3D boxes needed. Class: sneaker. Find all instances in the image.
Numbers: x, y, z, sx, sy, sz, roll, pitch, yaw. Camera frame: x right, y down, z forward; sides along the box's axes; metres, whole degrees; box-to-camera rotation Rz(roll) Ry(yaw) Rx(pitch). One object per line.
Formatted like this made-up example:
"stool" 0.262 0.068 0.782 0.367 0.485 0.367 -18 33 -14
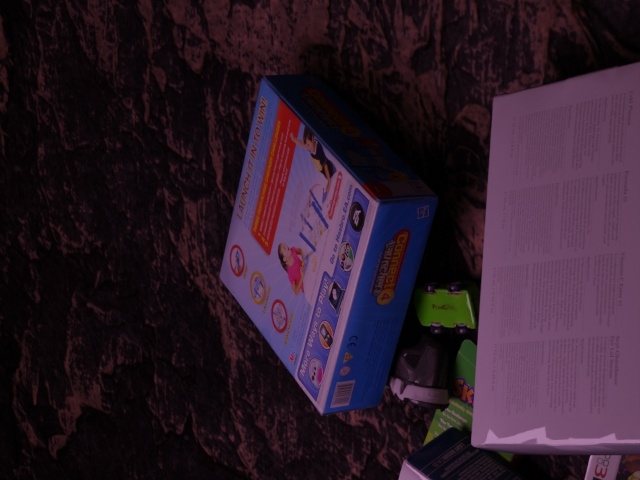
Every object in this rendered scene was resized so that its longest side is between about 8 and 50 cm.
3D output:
"sneaker" 0.094 0.137 2.038 0.234 0.078 0.106 17 98 60

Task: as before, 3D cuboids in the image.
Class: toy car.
"toy car" 0.202 0.072 1.886 0.225 0.053 0.239 0 106 49

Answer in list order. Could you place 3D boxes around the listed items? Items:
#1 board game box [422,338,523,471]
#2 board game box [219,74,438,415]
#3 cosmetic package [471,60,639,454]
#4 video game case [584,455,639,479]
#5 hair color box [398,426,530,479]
"board game box" 0.191 0.244 1.995 0.124 0.039 0.259 42 137 30
"board game box" 0.000 0.000 2.001 0.302 0.086 0.308 51 136 45
"cosmetic package" 0.288 0.022 1.607 0.284 0.097 0.377 -10 72 54
"video game case" 0.389 0.252 1.670 0.232 0.042 0.210 18 117 18
"hair color box" 0.240 0.393 1.913 0.347 0.105 0.174 35 132 27
